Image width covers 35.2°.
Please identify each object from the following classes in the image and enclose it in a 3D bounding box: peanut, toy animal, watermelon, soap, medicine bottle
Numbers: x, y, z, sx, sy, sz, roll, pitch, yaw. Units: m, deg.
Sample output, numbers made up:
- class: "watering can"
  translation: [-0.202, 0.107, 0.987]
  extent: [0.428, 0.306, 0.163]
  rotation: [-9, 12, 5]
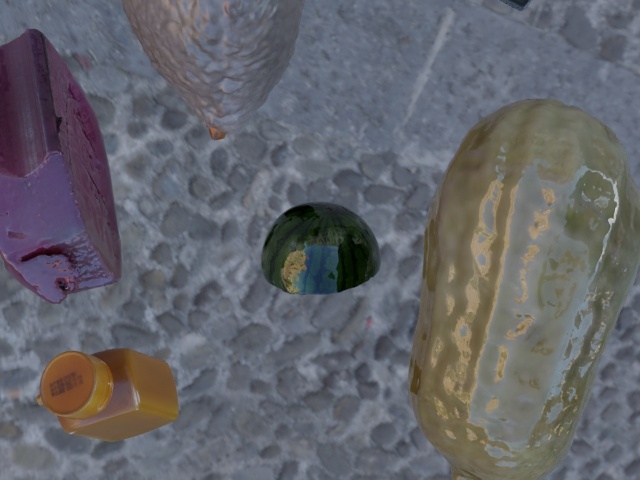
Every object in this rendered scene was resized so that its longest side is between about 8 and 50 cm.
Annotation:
- class: "peanut"
  translation: [0.146, 0.058, 0.775]
  extent: [0.158, 0.174, 0.340]
  rotation: [10, 107, -4]
- class: "toy animal"
  translation: [-0.107, -0.274, 0.975]
  extent: [0.188, 0.226, 0.358]
  rotation: [-11, 104, -12]
- class: "watermelon"
  translation: [0.000, 0.000, 0.863]
  extent: [0.105, 0.105, 0.062]
  rotation: [-11, 120, -18]
- class: "soap"
  translation: [-0.350, -0.084, 1.286]
  extent: [0.127, 0.325, 0.220]
  rotation: [-17, 149, 4]
- class: "medicine bottle"
  translation: [-0.343, 0.246, 1.622]
  extent: [0.149, 0.112, 0.222]
  rotation: [-21, 157, 14]

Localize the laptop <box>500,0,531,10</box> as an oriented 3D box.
- class: "laptop"
  translation: [0.254, -0.420, 1.527]
  extent: [0.129, 0.180, 0.016]
  rotation: [-51, 164, -31]
